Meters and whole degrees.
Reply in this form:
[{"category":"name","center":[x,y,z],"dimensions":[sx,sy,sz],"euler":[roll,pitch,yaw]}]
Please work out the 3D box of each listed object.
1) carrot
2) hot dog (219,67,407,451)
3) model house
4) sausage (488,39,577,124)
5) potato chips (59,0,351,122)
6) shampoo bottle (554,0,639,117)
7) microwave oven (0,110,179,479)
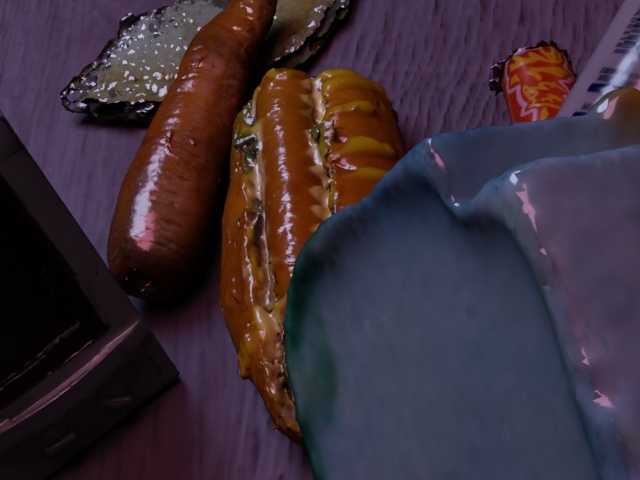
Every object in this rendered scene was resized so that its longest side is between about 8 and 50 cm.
[{"category":"carrot","center":[-0.072,-0.069,0.957],"dimensions":[0.059,0.059,0.248],"euler":[-1,52,25]},{"category":"hot dog","center":[0.000,0.000,0.857],"dimensions":[0.115,0.072,0.269],"euler":[-27,43,12]},{"category":"model house","center":[0.160,0.087,0.591],"dimensions":[0.249,0.230,0.280],"euler":[-10,73,-26]},{"category":"sausage","center":[0.124,-0.043,0.853],"dimensions":[0.050,0.048,0.145],"euler":[10,44,-16]},{"category":"potato chips","center":[-0.076,-0.161,1.081],"dimensions":[0.202,0.029,0.220],"euler":[-16,47,12]},{"category":"shampoo bottle","center":[0.127,0.001,0.747],"dimensions":[0.092,0.092,0.303],"euler":[21,75,39]},{"category":"microwave oven","center":[-0.192,0.009,0.838],"dimensions":[0.122,0.208,0.162],"euler":[-38,44,-10]}]
